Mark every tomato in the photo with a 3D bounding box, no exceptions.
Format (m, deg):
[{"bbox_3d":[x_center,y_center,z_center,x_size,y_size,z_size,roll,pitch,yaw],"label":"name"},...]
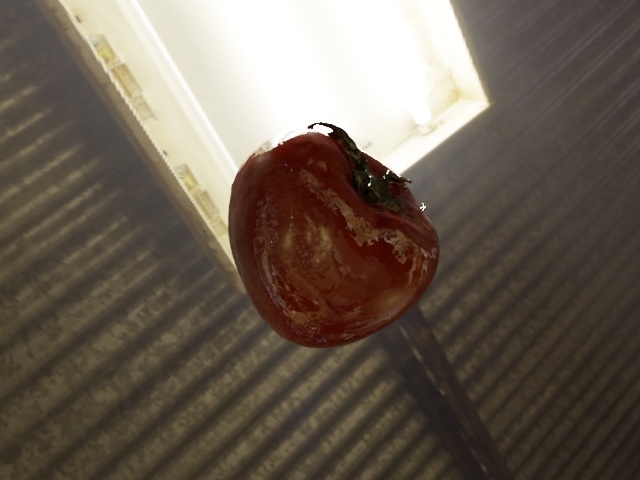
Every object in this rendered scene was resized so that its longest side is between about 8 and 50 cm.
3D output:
[{"bbox_3d":[0.000,0.000,0.545,0.187,0.187,0.151,33,-62,-33],"label":"tomato"}]
